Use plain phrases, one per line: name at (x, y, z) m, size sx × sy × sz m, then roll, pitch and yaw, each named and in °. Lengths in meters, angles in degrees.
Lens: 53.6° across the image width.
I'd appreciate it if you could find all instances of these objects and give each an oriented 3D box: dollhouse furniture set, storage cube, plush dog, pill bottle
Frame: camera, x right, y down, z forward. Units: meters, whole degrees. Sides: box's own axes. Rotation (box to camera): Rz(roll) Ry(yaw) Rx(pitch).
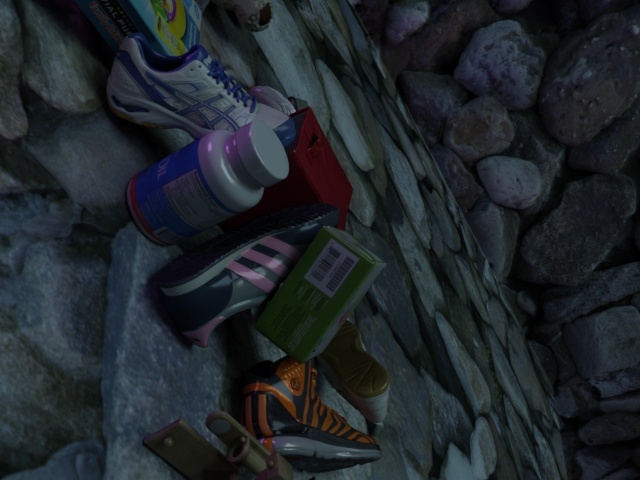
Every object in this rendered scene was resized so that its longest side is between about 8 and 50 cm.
dollhouse furniture set at (-0.115, 0.285, 0.729) m, size 0.123 × 0.144 × 0.151 m, roll 52°, pitch 12°, yaw -28°
storage cube at (-0.067, -0.092, 1.146) m, size 0.193 × 0.215 × 0.183 m, roll 60°, pitch 23°, yaw -28°
plush dog at (-0.207, -0.602, 1.418) m, size 0.225 × 0.211 × 0.262 m, roll -85°, pitch 174°, yaw -71°
pill bottle at (-0.161, -0.086, 0.923) m, size 0.124 × 0.222 × 0.124 m, roll 47°, pitch 30°, yaw -37°

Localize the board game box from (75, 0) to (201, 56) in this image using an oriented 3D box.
board game box at (-0.310, -0.421, 1.013) m, size 0.336 × 0.079 × 0.253 m, roll 57°, pitch 20°, yaw -48°

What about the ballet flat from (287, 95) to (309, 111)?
ballet flat at (-0.064, -0.265, 1.508) m, size 0.068 × 0.072 × 0.213 m, roll 20°, pitch 43°, yaw -22°

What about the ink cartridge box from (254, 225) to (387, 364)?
ink cartridge box at (0.020, 0.084, 1.033) m, size 0.097 × 0.188 × 0.255 m, roll 37°, pitch 7°, yaw 14°

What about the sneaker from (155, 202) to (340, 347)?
sneaker at (-0.093, 0.044, 0.971) m, size 0.319 × 0.112 × 0.131 m, roll -27°, pitch 114°, yaw -29°

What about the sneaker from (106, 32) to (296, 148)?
sneaker at (-0.171, -0.223, 0.968) m, size 0.297 × 0.130 × 0.111 m, roll 12°, pitch 32°, yaw -15°

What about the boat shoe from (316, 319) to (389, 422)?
boat shoe at (0.045, 0.233, 1.159) m, size 0.277 × 0.098 × 0.096 m, roll -129°, pitch -154°, yaw -62°

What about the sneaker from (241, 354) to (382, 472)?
sneaker at (-0.006, 0.274, 1.034) m, size 0.321 × 0.125 × 0.180 m, roll 34°, pitch 40°, yaw -51°

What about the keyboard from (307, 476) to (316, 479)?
keyboard at (-0.028, 0.444, 0.962) m, size 0.108 × 0.023 × 0.180 m, roll 65°, pitch 22°, yaw -18°

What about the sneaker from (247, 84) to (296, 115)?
sneaker at (-0.096, -0.207, 1.335) m, size 0.121 × 0.099 × 0.262 m, roll -22°, pitch 87°, yaw -62°
